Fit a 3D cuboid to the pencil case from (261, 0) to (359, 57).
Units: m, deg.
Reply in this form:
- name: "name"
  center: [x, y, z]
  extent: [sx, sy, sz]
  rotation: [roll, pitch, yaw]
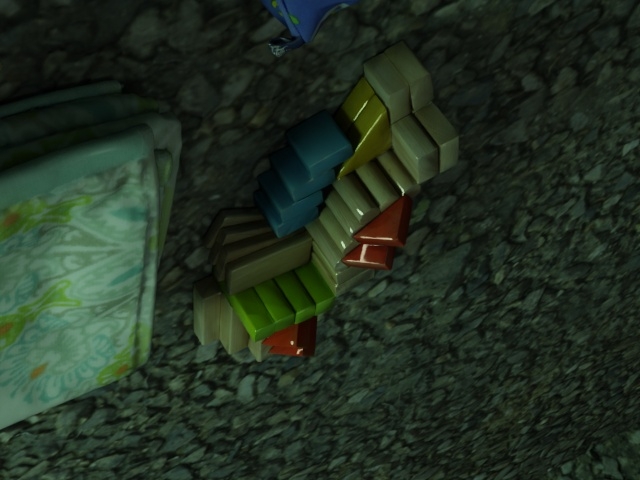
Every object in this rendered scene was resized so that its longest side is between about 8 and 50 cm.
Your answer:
- name: "pencil case"
  center: [0.075, -0.237, 0.800]
  extent: [0.306, 0.133, 0.119]
  rotation: [-29, 110, 10]

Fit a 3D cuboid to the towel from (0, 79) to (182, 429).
- name: "towel"
  center: [-0.284, 0.054, 0.957]
  extent: [0.374, 0.090, 0.320]
  rotation: [-19, 148, -26]

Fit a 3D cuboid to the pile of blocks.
- name: "pile of blocks"
  center: [0.000, 0.000, 1.152]
  extent: [0.149, 0.113, 0.362]
  rotation: [-7, 141, -41]

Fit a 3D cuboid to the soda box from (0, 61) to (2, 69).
- name: "soda box"
  center: [-0.255, -0.046, 0.764]
  extent: [0.181, 0.058, 0.061]
  rotation: [-63, 179, -10]
